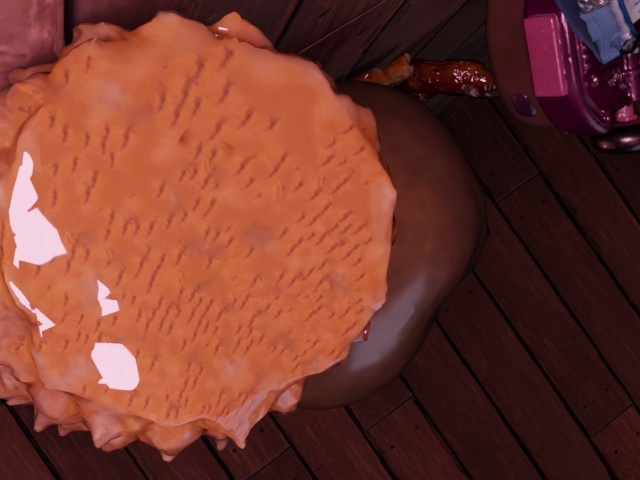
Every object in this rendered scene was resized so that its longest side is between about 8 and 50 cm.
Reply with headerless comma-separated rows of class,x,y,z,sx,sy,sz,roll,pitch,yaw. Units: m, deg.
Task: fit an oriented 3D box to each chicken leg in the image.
chicken leg,0.178,-0.207,1.345,0.219,0.048,0.089,8,175,32

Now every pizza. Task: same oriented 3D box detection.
pizza,0.014,-0.159,1.246,0.185,0.036,0.176,-33,178,32

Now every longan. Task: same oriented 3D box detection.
longan,0.000,0.000,0.981,0.319,0.319,0.319,-35,179,-1

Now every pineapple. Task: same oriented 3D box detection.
pineapple,-0.110,0.005,0.608,0.223,0.223,0.357,-34,-173,-19

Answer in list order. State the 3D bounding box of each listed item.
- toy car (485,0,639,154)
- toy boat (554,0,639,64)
toy car,0.307,-0.254,1.204,0.341,0.271,0.240,-24,-159,-36
toy boat,0.245,-0.254,0.923,0.098,0.109,0.238,-41,145,11
